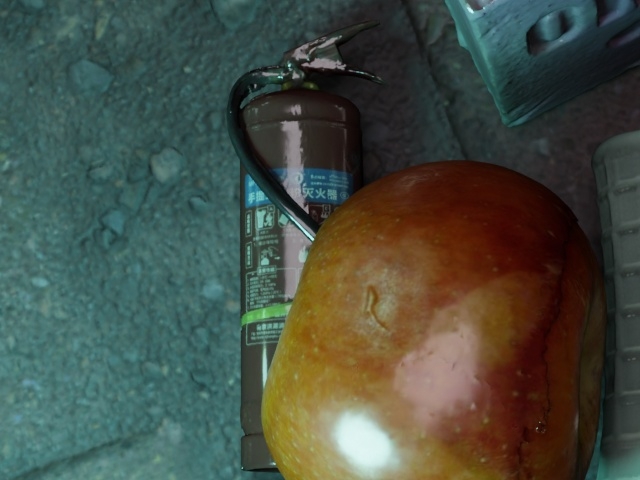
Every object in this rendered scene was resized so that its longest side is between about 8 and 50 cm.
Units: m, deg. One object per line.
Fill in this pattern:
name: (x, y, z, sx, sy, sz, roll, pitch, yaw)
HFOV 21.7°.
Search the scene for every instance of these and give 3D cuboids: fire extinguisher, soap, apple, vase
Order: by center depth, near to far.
apple: (0.076, 0.074, 1.071, 0.206, 0.251, 0.272, 8, 49, 14)
soap: (0.224, -0.214, 1.150, 0.296, 0.285, 0.107, -26, 75, 7)
vase: (0.249, 0.076, 1.168, 0.143, 0.143, 0.298, -1, 77, 11)
fire extinguisher: (0.000, 0.000, 1.249, 0.141, 0.105, 0.341, 0, 80, -4)
